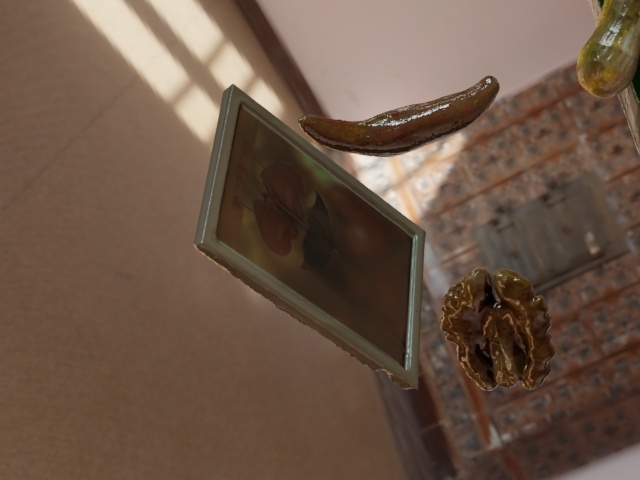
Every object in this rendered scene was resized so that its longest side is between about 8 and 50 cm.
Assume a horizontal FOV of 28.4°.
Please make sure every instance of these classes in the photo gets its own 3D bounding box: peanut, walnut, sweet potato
[{"bbox_3d":[0.427,-0.296,1.784,0.087,0.087,0.207,36,77,-53],"label":"peanut"},{"bbox_3d":[0.228,0.109,1.611,0.069,0.143,0.170,-47,130,-57],"label":"walnut"},{"bbox_3d":[0.096,-0.136,1.497,0.058,0.255,0.078,-115,-162,-46],"label":"sweet potato"}]

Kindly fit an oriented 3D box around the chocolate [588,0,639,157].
[{"bbox_3d":[0.590,-0.334,1.888,0.161,0.341,0.360,43,32,-61],"label":"chocolate"}]

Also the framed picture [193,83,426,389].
[{"bbox_3d":[0.000,0.000,1.257,0.289,0.020,0.211,36,42,-30],"label":"framed picture"}]
